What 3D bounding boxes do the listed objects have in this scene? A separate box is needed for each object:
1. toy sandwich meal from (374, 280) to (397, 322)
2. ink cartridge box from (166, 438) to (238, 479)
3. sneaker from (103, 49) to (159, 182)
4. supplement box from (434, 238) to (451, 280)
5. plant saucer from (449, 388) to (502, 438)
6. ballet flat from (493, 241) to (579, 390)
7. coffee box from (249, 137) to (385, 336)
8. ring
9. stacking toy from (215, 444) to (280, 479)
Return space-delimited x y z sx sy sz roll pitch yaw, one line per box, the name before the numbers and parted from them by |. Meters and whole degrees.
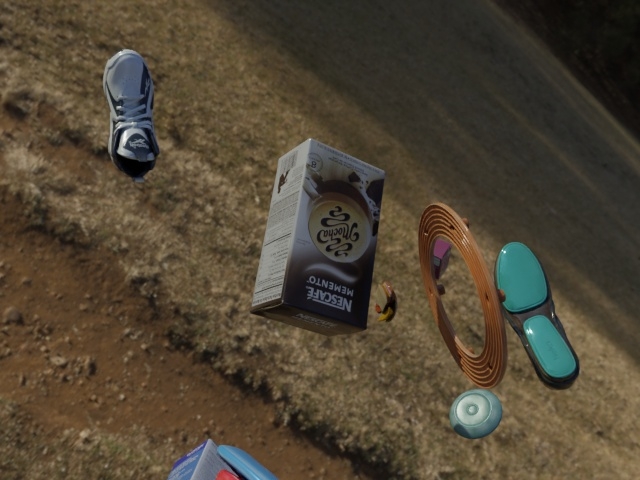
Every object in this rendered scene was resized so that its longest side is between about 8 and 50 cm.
toy sandwich meal | 0.127 0.126 1.358 0.029 0.085 0.085 -1 48 -27
ink cartridge box | -0.293 0.728 1.795 0.270 0.151 0.395 51 17 -9
sneaker | -0.335 -0.210 1.212 0.094 0.234 0.153 -2 35 -31
supplement box | 0.273 0.046 1.573 0.043 0.083 0.055 25 53 22
plant saucer | 0.334 0.372 1.464 0.021 0.119 0.119 54 16 -39
ballet flat | 0.373 0.140 1.192 0.096 0.095 0.280 65 13 -56
coffee box | 0.000 0.000 1.159 0.168 0.119 0.297 20 66 -28
ring | 0.250 0.094 1.182 0.336 0.032 0.336 165 -90 -82
stacking toy | -0.155 0.463 0.946 0.166 0.302 0.175 22 -31 45
